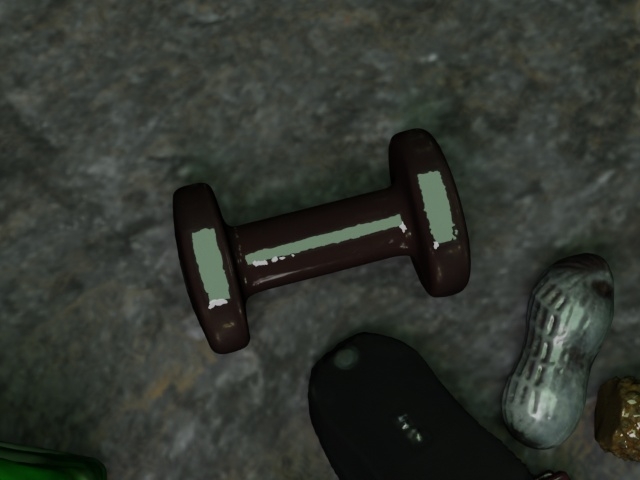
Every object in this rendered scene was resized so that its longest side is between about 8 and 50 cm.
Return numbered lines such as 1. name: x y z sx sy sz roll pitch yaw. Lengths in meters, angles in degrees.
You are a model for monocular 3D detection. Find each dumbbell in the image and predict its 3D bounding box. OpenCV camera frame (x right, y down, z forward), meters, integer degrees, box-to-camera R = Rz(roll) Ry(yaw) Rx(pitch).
1. dumbbell: 0.000 0.000 1.097 0.225 0.124 0.140 -15 86 -4

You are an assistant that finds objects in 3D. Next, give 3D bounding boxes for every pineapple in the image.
1. pineapple: 0.307 0.158 1.135 0.159 0.074 0.074 12 85 -11

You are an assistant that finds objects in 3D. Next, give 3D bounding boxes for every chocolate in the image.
1. chocolate: 0.195 0.090 1.129 0.072 0.072 0.167 16 87 -2

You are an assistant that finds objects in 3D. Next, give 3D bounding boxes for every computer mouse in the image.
1. computer mouse: 0.074 0.170 1.097 0.122 0.073 0.217 -32 57 -16

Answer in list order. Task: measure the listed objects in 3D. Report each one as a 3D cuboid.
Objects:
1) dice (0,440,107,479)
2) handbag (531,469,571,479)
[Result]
1. dice: -0.306 0.280 0.975 0.297 0.300 0.287 7 82 -2
2. handbag: 0.151 0.315 1.109 0.216 0.074 0.203 -24 88 -5
